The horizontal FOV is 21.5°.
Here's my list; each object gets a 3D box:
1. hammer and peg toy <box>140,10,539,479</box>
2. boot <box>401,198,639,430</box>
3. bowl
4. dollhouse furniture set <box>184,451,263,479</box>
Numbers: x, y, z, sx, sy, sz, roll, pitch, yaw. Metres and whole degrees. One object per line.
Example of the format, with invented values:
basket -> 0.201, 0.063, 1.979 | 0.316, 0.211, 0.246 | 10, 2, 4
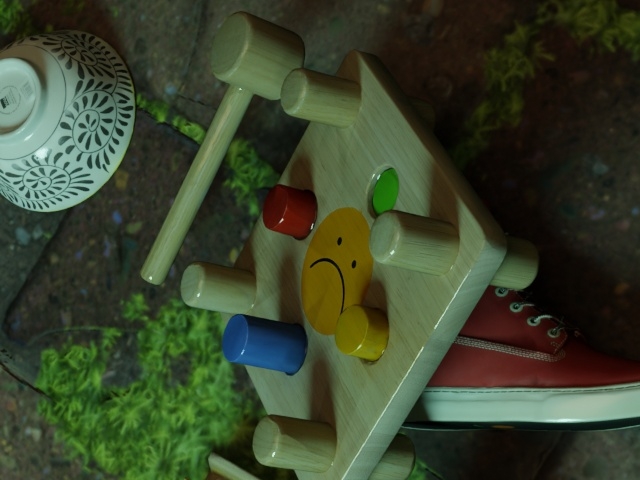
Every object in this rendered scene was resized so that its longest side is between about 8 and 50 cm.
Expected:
hammer and peg toy -> 0.000, 0.000, 1.274 | 0.266, 0.127, 0.361 | -61, 35, 25
boot -> 0.160, 0.053, 1.251 | 0.244, 0.088, 0.176 | -1, 77, 30
bowl -> -0.256, -0.115, 1.492 | 0.170, 0.080, 0.170 | -5, 78, 25
dollhouse furniture set -> -0.038, 0.300, 1.256 | 0.301, 0.151, 0.197 | 25, 91, 28
